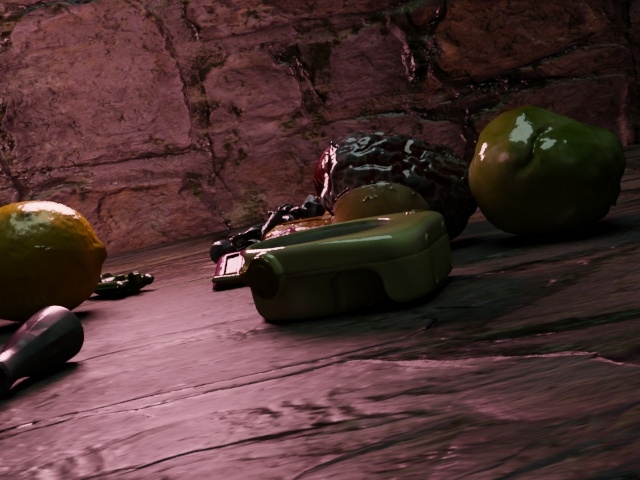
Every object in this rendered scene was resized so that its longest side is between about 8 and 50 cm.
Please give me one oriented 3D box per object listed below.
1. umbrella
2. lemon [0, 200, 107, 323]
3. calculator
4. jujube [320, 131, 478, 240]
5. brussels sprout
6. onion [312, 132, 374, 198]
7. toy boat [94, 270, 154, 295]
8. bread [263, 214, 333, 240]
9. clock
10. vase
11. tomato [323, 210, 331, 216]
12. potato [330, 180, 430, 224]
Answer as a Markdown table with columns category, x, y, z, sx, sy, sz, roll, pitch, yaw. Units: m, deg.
| category | x | y | z | sx | sy | sz | roll | pitch | yaw |
| --- | --- | --- | --- | --- | --- | --- | --- | --- | --- |
| umbrella | -0.113 | -0.005 | 2.327 | 0.094 | 0.143 | 0.349 | 22 | 24 | 30 |
| lemon | -0.584 | 0.043 | 2.102 | 0.284 | 0.260 | 0.260 | 14 | 8 | 3 |
| calculator | -0.131 | 0.040 | 2.089 | 0.191 | 0.034 | 0.126 | -24 | 21 | 11 |
| jujube | 0.154 | -0.103 | 2.051 | 0.317 | 0.226 | 0.226 | 15 | 2 | -9 |
| brussels sprout | 0.410 | -0.128 | 1.911 | 0.274 | 0.242 | 0.316 | -5 | 5 | 5 |
| onion | 0.144 | -0.133 | 2.332 | 0.314 | 0.232 | 0.314 | 20 | -23 | 9 |
| toy boat | -0.457 | 0.096 | 2.318 | 0.104 | 0.052 | 0.210 | -19 | 10 | -39 |
| bread | 0.000 | 0.000 | 2.194 | 0.222 | 0.096 | 0.181 | -7 | 9 | 30 |
| clock | 0.018 | 0.042 | 1.606 | 0.349 | 0.117 | 0.286 | -10 | 6 | 19 |
| vase | -0.413 | 0.161 | 1.455 | 0.086 | 0.086 | 0.214 | -10 | 10 | 14 |
| tomato | 0.009 | -0.033 | 2.563 | 0.087 | 0.087 | 0.075 | -9 | 8 | 19 |
| potato | 0.107 | -0.005 | 1.926 | 0.202 | 0.182 | 0.117 | -16 | 46 | 22 |
